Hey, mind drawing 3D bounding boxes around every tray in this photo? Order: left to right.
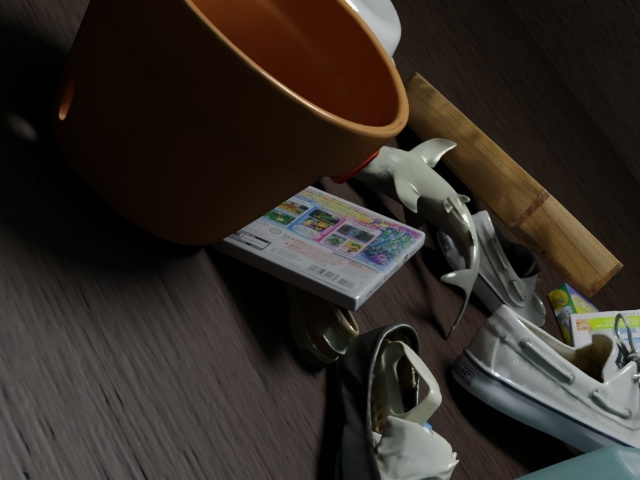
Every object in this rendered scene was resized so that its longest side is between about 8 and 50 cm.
[{"bbox_3d":[0.260,-0.092,1.504,0.203,0.076,0.411,37,13,-35],"label":"tray"}]

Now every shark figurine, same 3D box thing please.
[{"bbox_3d":[0.140,-0.020,1.302,0.166,0.116,0.278,-21,62,-30],"label":"shark figurine"}]

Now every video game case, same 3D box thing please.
[{"bbox_3d":[0.000,0.000,0.966,0.157,0.019,0.143,23,35,22],"label":"video game case"}]

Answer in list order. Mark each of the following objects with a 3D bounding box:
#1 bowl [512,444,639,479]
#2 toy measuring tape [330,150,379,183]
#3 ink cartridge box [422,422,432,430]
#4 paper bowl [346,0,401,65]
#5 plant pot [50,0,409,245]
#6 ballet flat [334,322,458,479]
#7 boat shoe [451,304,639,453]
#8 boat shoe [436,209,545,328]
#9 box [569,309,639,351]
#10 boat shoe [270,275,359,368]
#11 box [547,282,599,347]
[{"bbox_3d":[0.309,0.315,0.956,0.311,0.163,0.311,45,9,-9],"label":"bowl"},{"bbox_3d":[-0.025,-0.098,1.149,0.121,0.121,0.330,52,46,1],"label":"toy measuring tape"},{"bbox_3d":[0.087,0.205,0.968,0.048,0.028,0.083,37,28,-29],"label":"ink cartridge box"},{"bbox_3d":[-0.001,-0.310,1.390,0.284,0.148,0.284,40,27,-26],"label":"paper bowl"},{"bbox_3d":[-0.096,-0.132,0.879,0.291,0.203,0.291,34,28,-21],"label":"plant pot"},{"bbox_3d":[0.063,0.172,0.889,0.095,0.096,0.280,39,27,-29],"label":"ballet flat"},{"bbox_3d":[0.340,0.166,1.221,0.367,0.156,0.136,26,11,-19],"label":"boat shoe"},{"bbox_3d":[0.261,0.044,1.404,0.267,0.088,0.096,43,26,-37],"label":"boat shoe"},{"bbox_3d":[0.414,0.194,1.418,0.203,0.114,0.103,-72,154,-61],"label":"box"},{"bbox_3d":[-0.004,0.031,0.996,0.068,0.072,0.190,22,37,-48],"label":"boat shoe"},{"bbox_3d":[0.429,0.161,1.620,0.105,0.043,0.179,35,31,-32],"label":"box"}]
